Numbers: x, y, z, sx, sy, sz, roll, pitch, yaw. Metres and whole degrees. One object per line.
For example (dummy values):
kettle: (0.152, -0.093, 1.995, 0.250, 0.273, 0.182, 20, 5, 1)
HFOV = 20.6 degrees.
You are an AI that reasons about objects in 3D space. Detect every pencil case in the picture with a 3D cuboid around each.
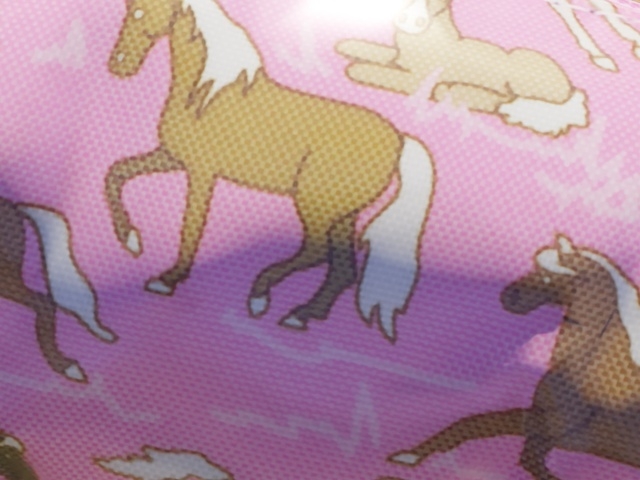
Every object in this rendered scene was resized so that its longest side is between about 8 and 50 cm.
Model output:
pencil case: (0.000, 0.000, 0.419, 0.386, 0.167, 0.160, 16, 52, 3)
